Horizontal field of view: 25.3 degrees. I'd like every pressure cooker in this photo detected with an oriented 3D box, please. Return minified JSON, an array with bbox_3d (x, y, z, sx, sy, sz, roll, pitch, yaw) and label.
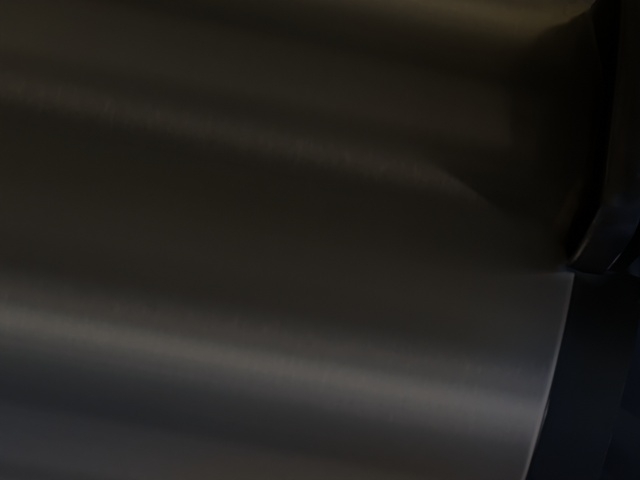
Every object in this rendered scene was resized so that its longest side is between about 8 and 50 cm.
[{"bbox_3d":[-0.001,0.006,0.641,0.420,0.375,0.370,11,-155,-5],"label":"pressure cooker"}]
